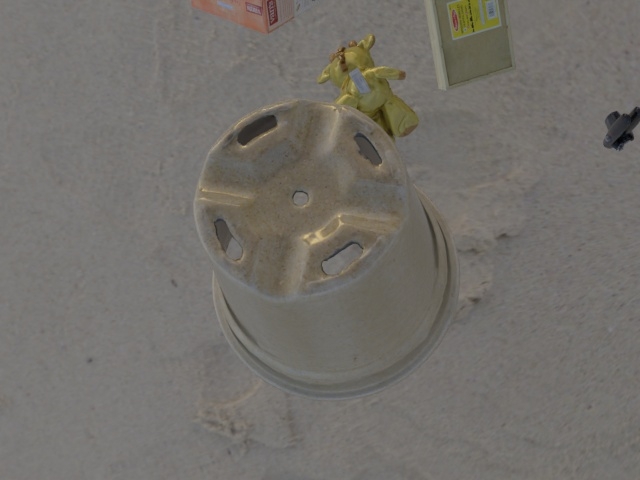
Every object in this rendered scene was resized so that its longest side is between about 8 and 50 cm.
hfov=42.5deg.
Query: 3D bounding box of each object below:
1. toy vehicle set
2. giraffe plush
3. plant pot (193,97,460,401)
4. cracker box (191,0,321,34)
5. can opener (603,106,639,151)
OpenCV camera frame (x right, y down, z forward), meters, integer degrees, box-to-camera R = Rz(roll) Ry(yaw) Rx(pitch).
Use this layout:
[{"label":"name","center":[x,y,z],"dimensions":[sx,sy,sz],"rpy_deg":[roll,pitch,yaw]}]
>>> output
[{"label":"toy vehicle set","center":[0.300,-0.456,1.668],"dimensions":[0.166,0.035,0.266],"rpy_deg":[-18,112,-13]},{"label":"giraffe plush","center":[0.069,-0.281,1.524],"dimensions":[0.181,0.210,0.170],"rpy_deg":[-16,47,-2]},{"label":"plant pot","center":[0.000,0.000,0.961],"dimensions":[0.334,0.305,0.333],"rpy_deg":[-2,71,7]},{"label":"cracker box","center":[-0.065,-0.405,1.243],"dimensions":[0.156,0.232,0.067],"rpy_deg":[27,141,28]},{"label":"can opener","center":[0.576,-0.216,1.581],"dimensions":[0.059,0.186,0.073],"rpy_deg":[-39,82,5]}]
